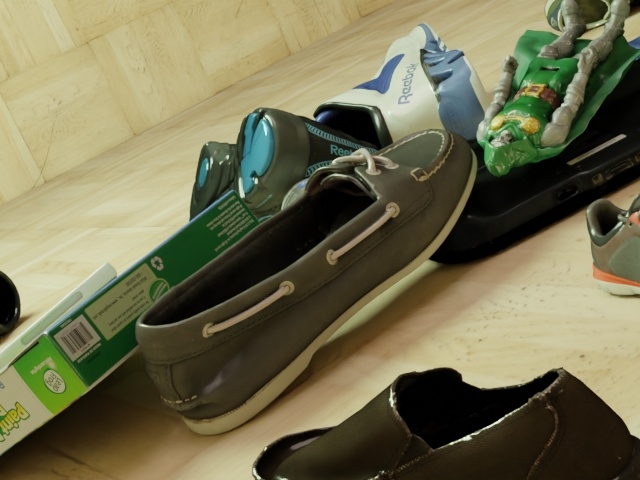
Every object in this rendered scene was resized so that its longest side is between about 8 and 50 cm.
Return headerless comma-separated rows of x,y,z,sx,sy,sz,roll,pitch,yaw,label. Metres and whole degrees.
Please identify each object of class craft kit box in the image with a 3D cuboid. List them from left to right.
-0.189,0.083,0.956,0.246,0.061,0.250,-32,7,39,craft kit box

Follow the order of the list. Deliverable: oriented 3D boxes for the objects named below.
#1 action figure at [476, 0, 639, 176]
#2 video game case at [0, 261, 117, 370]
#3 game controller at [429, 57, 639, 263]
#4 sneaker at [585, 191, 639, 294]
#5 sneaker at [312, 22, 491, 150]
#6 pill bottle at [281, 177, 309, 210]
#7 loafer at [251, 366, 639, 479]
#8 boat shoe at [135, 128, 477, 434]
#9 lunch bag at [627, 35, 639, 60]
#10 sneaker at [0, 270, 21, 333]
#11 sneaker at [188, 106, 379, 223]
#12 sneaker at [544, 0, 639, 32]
0.191,-0.126,0.988,0.137,0.063,0.232,4,41,34,action figure
-0.255,0.080,1.141,0.143,0.019,0.157,-42,1,-13,video game case
0.211,-0.072,1.008,0.319,0.067,0.166,-28,29,-10,game controller
0.207,0.001,0.700,0.061,0.065,0.158,-31,15,-24,sneaker
0.075,-0.155,1.370,0.182,0.127,0.315,-23,15,-1,sneaker
0.007,-0.017,1.079,0.078,0.078,0.137,-26,14,-6,pill bottle
0.050,0.097,0.583,0.220,0.078,0.080,-15,17,35,loafer
0.000,0.000,0.881,0.112,0.095,0.335,5,43,50,boat shoe
0.337,-0.179,1.142,0.067,0.065,0.098,-25,14,-4,lunch bag
-0.465,0.106,1.362,0.147,0.105,0.296,-22,9,32,sneaker
-0.054,-0.052,1.295,0.139,0.125,0.341,8,-8,-21,sneaker
0.400,-0.330,1.616,0.192,0.064,0.086,-21,22,17,sneaker
